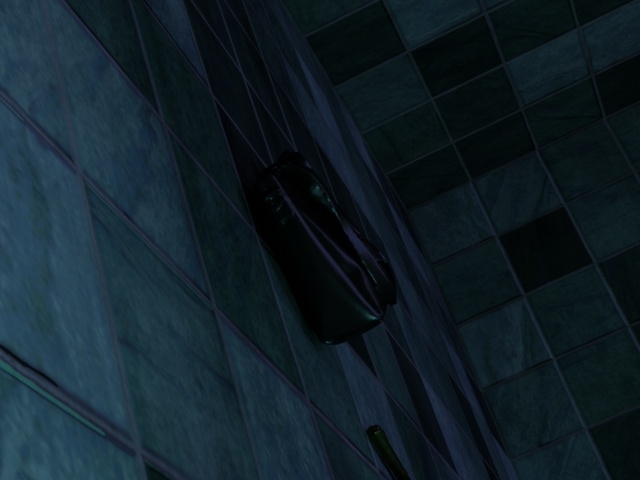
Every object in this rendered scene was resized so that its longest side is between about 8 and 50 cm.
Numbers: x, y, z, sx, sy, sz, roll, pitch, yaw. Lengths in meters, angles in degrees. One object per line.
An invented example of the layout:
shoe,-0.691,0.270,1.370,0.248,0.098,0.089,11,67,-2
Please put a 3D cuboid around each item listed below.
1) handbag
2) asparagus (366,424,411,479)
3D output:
handbag,0.000,0.000,1.607,0.257,0.113,0.285,57,9,-5
asparagus,0.122,0.340,1.631,0.024,0.025,0.248,9,-41,45
